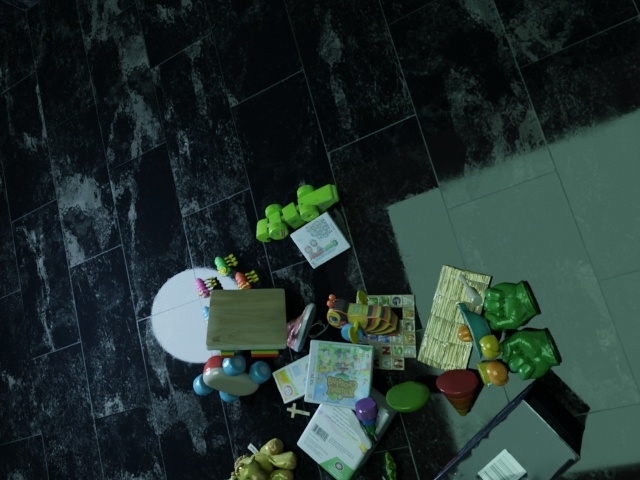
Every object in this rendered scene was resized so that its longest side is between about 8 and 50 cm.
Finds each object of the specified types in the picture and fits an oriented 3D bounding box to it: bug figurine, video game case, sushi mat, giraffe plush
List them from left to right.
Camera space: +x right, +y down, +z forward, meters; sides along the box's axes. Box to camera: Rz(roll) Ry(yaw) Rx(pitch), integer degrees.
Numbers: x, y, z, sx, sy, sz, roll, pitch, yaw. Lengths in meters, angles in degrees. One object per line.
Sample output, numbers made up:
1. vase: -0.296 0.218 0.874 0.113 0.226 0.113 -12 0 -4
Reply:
1. bug figurine: -0.366 0.181 2.077 0.279 0.072 0.216 -45 62 15
2. giraffe plush: -0.208 0.765 1.900 0.211 0.171 0.181 16 93 27
3. video game case: 0.000 0.000 1.913 0.157 0.019 0.143 -32 99 21
4. video game case: 0.058 0.413 1.750 0.213 0.023 0.193 1 78 24
5. sushi mat: 0.403 0.240 1.719 0.152 0.019 0.316 16 93 26

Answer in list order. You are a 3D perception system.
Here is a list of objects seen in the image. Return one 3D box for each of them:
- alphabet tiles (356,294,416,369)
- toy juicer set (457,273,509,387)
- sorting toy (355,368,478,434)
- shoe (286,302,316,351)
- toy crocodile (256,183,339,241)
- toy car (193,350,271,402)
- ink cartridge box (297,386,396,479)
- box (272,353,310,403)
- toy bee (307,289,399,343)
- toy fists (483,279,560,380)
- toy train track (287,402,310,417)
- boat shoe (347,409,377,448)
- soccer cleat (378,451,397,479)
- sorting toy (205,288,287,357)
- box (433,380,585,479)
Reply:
1. alphabet tiles: 0.210 0.294 1.820 0.199 0.009 0.236 -4 83 27
2. toy juicer set: 0.430 0.258 1.580 0.090 0.209 0.328 -19 84 6
3. sorting toy: 0.289 0.491 1.654 0.366 0.127 0.126 -15 108 0
4. shoe: -0.079 0.286 1.936 0.081 0.063 0.177 23 101 21
5. toy crocodile: -0.083 -0.089 1.954 0.341 0.105 0.115 -29 51 17
6. toy car: -0.311 0.413 2.006 0.219 0.210 0.237 -38 41 33
7. ink cartridge box: 0.088 0.587 1.794 0.201 0.117 0.278 34 100 25
8. box: -0.038 0.446 1.879 0.203 0.103 0.114 -30 72 22
9. toy bee: 0.086 0.243 1.774 0.299 0.162 0.195 -18 38 4
10. toy fists: 0.553 0.254 1.600 0.142 0.096 0.278 -26 76 24
11. toy train track: -0.074 0.584 1.937 0.084 0.014 0.048 6 81 22
12. boat shoe: 0.125 0.558 1.692 0.125 0.038 0.046 54 138 23
13. soccer cleat: 0.204 0.748 1.756 0.073 0.060 0.178 -12 83 27
14. sorting toy: -0.246 0.283 1.912 0.258 0.255 0.089 -1 129 -6
15. box: 0.493 0.565 1.481 0.343 0.313 0.179 -49 66 14
